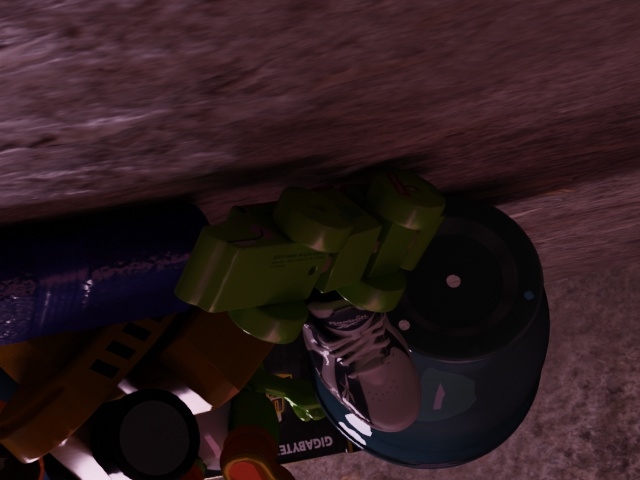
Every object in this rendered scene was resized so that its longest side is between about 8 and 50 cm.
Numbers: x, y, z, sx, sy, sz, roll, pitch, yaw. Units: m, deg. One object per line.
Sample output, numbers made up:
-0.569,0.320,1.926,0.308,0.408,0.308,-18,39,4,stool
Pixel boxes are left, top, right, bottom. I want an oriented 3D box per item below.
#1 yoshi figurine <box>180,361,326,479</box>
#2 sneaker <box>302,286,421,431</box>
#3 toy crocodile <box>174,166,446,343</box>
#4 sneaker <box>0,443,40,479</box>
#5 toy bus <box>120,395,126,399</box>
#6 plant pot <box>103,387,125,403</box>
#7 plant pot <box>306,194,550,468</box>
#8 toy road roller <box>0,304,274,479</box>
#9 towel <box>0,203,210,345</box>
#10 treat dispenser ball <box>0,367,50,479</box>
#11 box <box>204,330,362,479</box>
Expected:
-0.112,0.201,1.867,0.204,0.362,0.203,16,122,-18,yoshi figurine
0.029,0.085,1.502,0.094,0.235,0.153,-20,-173,0,sneaker
0.000,0.000,1.341,0.340,0.105,0.115,-13,133,-51,toy crocodile
-0.549,0.337,1.974,0.410,0.182,0.158,7,-165,10,sneaker
-0.287,0.197,2.120,0.149,0.211,0.220,-17,174,27,toy bus
-0.279,0.118,1.885,0.134,0.134,0.095,-9,-161,-21,plant pot
0.127,0.084,1.726,0.272,0.271,0.255,-11,160,-8,plant pot
-0.194,0.087,1.595,0.329,0.240,0.202,-51,-166,-28,toy road roller
-0.251,0.031,1.370,0.308,0.076,0.227,-10,166,-15,towel
-0.476,0.284,2.171,0.288,0.288,0.288,-12,174,-1,treat dispenser ball
-0.085,0.211,2.392,0.322,0.257,0.079,-16,172,37,box
